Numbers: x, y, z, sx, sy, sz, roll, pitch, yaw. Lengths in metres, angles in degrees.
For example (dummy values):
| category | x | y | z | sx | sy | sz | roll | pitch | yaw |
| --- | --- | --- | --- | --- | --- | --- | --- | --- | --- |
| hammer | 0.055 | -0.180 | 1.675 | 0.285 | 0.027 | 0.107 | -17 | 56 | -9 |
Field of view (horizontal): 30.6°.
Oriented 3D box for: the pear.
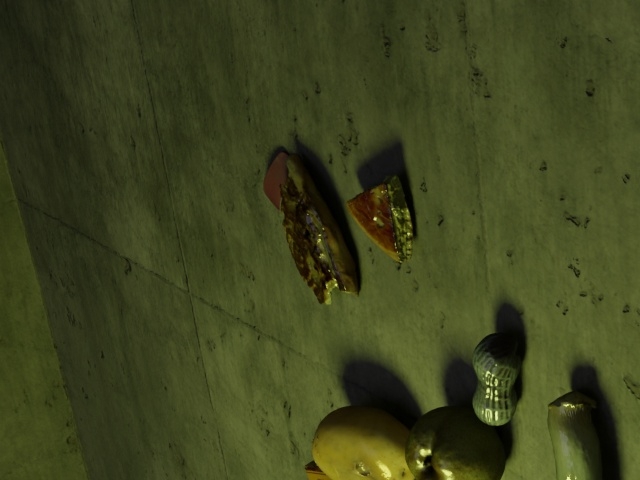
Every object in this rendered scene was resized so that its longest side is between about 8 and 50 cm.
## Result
| category | x | y | z | sx | sy | sz | roll | pitch | yaw |
| --- | --- | --- | --- | --- | --- | --- | --- | --- | --- |
| pear | 0.212 | 0.343 | 1.872 | 0.167 | 0.137 | 0.167 | 29 | 128 | 46 |

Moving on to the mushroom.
| category | x | y | z | sx | sy | sz | roll | pitch | yaw |
| --- | --- | --- | --- | --- | --- | --- | --- | --- | --- |
| mushroom | 0.369 | 0.346 | 1.681 | 0.099 | 0.096 | 0.277 | -3 | 112 | 11 |

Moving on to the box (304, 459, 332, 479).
| category | x | y | z | sx | sy | sz | roll | pitch | yaw |
| --- | --- | --- | --- | --- | --- | --- | --- | --- | --- |
| box | 0.068 | 0.541 | 2.303 | 0.152 | 0.070 | 0.237 | -10 | 103 | 59 |

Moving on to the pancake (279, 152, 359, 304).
| category | x | y | z | sx | sy | sz | roll | pitch | yaw |
| --- | --- | --- | --- | --- | --- | --- | --- | --- | --- |
| pancake | -0.001 | 0.000 | 2.060 | 0.212 | 0.056 | 0.257 | 45 | 151 | 44 |

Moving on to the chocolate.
| category | x | y | z | sx | sy | sz | roll | pitch | yaw |
| --- | --- | --- | --- | --- | --- | --- | --- | --- | --- |
| chocolate | 0.265 | 0.209 | 1.766 | 0.072 | 0.072 | 0.167 | 35 | 139 | 42 |

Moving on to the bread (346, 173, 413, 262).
| category | x | y | z | sx | sy | sz | roll | pitch | yaw |
| --- | --- | --- | --- | --- | --- | --- | --- | --- | --- |
| bread | 0.110 | -0.028 | 1.866 | 0.135 | 0.054 | 0.154 | 66 | 155 | 5 |

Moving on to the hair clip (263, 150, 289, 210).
| category | x | y | z | sx | sy | sz | roll | pitch | yaw |
| --- | --- | --- | --- | --- | --- | --- | --- | --- | --- |
| hair clip | -0.077 | -0.106 | 2.139 | 0.054 | 0.022 | 0.137 | 51 | 146 | 19 |

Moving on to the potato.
| category | x | y | z | sx | sy | sz | roll | pitch | yaw |
| --- | --- | --- | --- | --- | --- | --- | --- | --- | --- |
| potato | 0.082 | 0.368 | 2.095 | 0.150 | 0.146 | 0.234 | 33 | 153 | -35 |
